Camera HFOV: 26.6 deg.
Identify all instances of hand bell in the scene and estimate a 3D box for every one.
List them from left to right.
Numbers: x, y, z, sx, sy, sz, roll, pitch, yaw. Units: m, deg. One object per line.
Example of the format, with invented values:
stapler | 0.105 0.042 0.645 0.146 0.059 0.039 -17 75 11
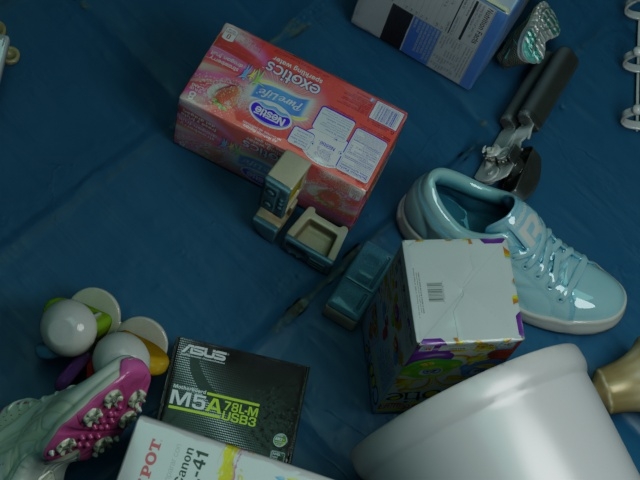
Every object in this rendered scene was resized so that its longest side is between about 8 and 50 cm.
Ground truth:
hand bell | 0.357 0.224 1.905 0.242 0.126 0.126 -15 68 -3

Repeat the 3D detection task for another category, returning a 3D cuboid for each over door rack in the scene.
over door rack | 0.647 -0.271 2.168 0.324 0.108 0.239 11 65 -6

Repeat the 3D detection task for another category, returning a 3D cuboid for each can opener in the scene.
can opener | 0.323 -0.181 2.097 0.093 0.074 0.280 43 62 -28

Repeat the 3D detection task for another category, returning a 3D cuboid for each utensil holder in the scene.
utensil holder | 0.265 0.369 1.684 0.328 0.327 0.385 -21 73 -19

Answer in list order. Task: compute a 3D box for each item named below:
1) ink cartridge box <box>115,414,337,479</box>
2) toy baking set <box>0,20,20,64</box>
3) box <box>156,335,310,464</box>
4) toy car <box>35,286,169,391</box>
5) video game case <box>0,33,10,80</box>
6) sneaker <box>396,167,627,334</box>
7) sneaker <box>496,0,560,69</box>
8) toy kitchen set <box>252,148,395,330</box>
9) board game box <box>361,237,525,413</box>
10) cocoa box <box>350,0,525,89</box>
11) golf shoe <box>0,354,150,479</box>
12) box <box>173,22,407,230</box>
ink cartridge box | -0.119 0.372 1.694 0.306 0.131 0.226 19 78 -4
toy baking set | -0.555 -0.256 1.982 0.197 0.030 0.256 18 64 -2
box | -0.124 0.238 1.825 0.191 0.045 0.184 14 68 -4
toy car | -0.298 0.152 1.794 0.182 0.159 0.136 31 101 3
video game case | -0.570 -0.206 1.933 0.206 0.026 0.227 11 76 -3
sneaker | 0.283 0.014 1.944 0.366 0.150 0.135 25 64 2
sneaker | 0.327 -0.326 2.160 0.065 0.076 0.166 57 40 -16
toy kitchen set | 0.000 0.000 1.890 0.207 0.166 0.122 30 64 5
board game box | 0.155 0.119 1.802 0.142 0.275 0.144 -1 66 -11
cocoa box | 0.243 -0.459 2.110 0.228 0.231 0.347 31 64 4
golf shoe | -0.345 0.234 1.695 0.306 0.115 0.140 -44 61 9
box | -0.047 -0.162 1.969 0.300 0.142 0.154 26 64 3
